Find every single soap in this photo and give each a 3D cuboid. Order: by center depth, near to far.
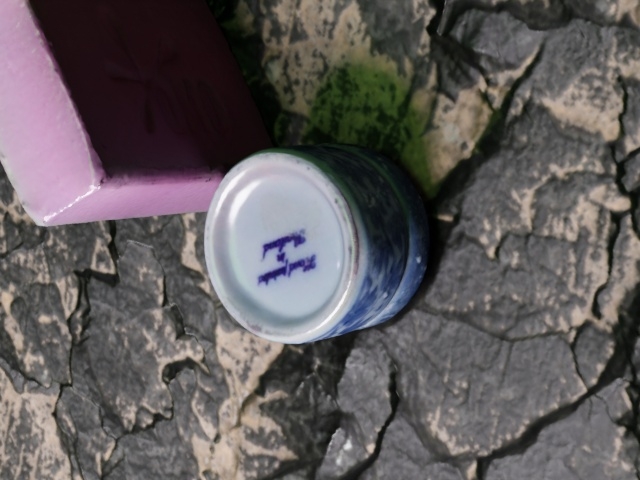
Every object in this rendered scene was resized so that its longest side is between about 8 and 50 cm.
[{"bbox_3d":[-0.149,-0.108,1.368,0.081,0.259,0.181,-29,79,27],"label":"soap"}]

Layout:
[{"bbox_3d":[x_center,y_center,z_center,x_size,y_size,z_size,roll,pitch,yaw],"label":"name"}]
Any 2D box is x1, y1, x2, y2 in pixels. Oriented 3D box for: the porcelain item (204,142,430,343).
[{"bbox_3d":[0.000,0.000,1.365,0.147,0.114,0.147,4,97,35],"label":"porcelain item"}]
